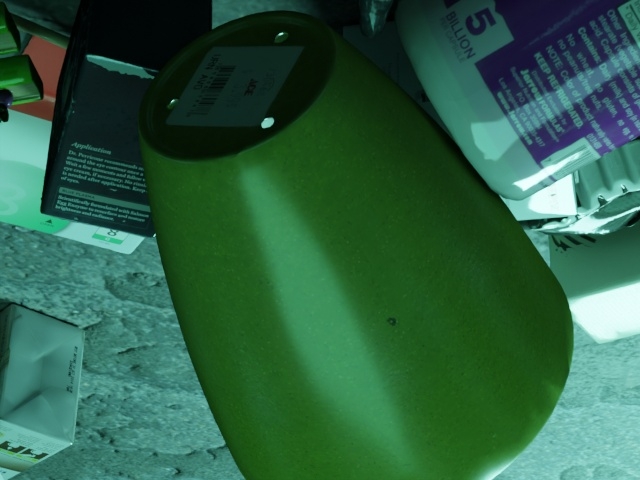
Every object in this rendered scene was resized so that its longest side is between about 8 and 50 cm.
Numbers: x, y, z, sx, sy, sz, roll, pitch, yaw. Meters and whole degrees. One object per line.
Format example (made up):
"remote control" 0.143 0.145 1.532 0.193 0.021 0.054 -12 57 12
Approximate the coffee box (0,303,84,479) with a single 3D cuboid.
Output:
"coffee box" -0.375 0.189 1.660 0.098 0.141 0.246 24 142 -33

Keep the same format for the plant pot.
"plant pot" 0.000 0.000 1.001 0.274 0.275 0.293 -11 135 20

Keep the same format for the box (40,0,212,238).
"box" -0.143 -0.116 1.096 0.093 0.156 0.158 12 132 -15

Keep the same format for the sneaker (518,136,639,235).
"sneaker" 0.277 -0.058 1.295 0.234 0.078 0.106 -18 162 14

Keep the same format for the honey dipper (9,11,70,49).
"honey dipper" -0.226 -0.168 1.169 0.160 0.030 0.030 22 143 -27

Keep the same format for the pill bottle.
"pill bottle" 0.214 -0.167 0.980 0.301 0.169 0.169 -31 140 15

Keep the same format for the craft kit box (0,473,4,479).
"craft kit box" -0.474 0.195 1.586 0.249 0.061 0.247 -6 117 36

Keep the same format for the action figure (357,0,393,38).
"action figure" 0.112 -0.272 0.840 0.341 0.179 0.330 9 150 -17

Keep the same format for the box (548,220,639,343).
"box" 0.358 0.006 1.376 0.275 0.094 0.113 -17 145 27

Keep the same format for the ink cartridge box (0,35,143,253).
"ink cartridge box" -0.207 -0.076 1.299 0.181 0.056 0.224 16 148 -24

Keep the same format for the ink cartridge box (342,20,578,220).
"ink cartridge box" 0.113 -0.095 1.179 0.176 0.127 0.128 -4 149 11

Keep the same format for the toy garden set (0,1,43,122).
"toy garden set" -0.325 -0.140 1.043 0.203 0.049 0.244 -10 153 2
